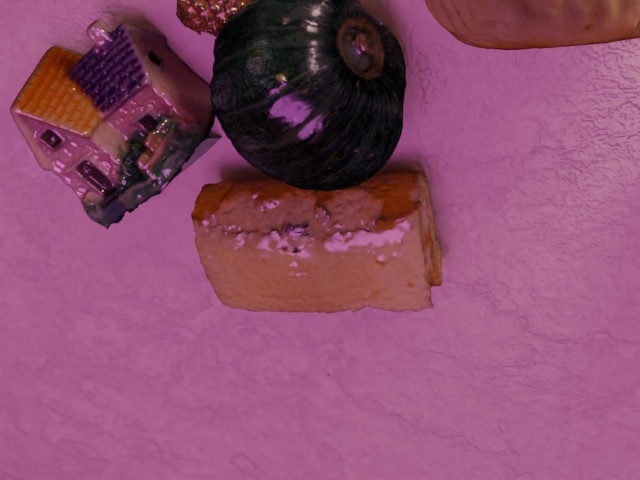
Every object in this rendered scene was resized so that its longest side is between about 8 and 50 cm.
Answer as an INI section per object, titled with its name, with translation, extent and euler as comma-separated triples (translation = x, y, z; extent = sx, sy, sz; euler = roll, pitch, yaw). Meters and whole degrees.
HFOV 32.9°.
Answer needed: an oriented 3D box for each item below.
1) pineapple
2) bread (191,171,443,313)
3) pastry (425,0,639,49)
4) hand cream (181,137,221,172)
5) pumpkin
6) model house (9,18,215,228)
[pineapple]
translation = -0.070, -0.327, 1.508
extent = 0.251, 0.125, 0.125
euler = 12, 133, 0
[bread]
translation = 0.000, 0.000, 1.737
extent = 0.375, 0.165, 0.236
euler = 0, 135, 16
[pastry]
translation = 0.278, -0.371, 1.198
extent = 0.388, 0.388, 0.313
euler = 1, 105, 16
[hand cream]
translation = -0.252, -0.122, 1.780
extent = 0.205, 0.078, 0.050
euler = -29, 76, 37
[pumpkin]
translation = -0.019, -0.177, 1.501
extent = 0.263, 0.197, 0.293
euler = -16, 149, 37
[model house]
translation = -0.321, -0.191, 1.639
extent = 0.237, 0.202, 0.237
euler = -30, 117, 35
